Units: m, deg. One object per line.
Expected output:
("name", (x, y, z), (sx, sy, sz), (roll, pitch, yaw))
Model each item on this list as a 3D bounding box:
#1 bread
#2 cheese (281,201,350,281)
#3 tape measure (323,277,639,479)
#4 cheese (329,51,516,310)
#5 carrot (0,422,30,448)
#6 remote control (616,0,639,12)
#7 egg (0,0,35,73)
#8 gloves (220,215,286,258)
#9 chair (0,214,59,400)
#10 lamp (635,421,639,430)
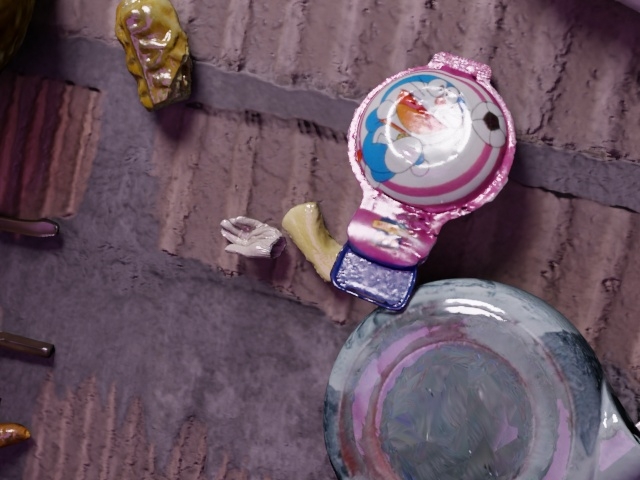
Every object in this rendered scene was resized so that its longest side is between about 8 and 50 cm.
("bread", (-0.157, -0.183, 0.933), (0.066, 0.060, 0.110), (-11, 101, 43))
("cheese", (0.000, 0.000, 0.959), (0.044, 0.030, 0.083), (-39, 88, 22))
("tape measure", (0.141, 0.171, 0.891), (0.256, 0.147, 0.275), (-41, 70, 11))
("cheese", (0.086, -0.059, 0.880), (0.155, 0.062, 0.244), (22, 80, 15))
("carrot", (-0.410, 0.233, 1.087), (0.191, 0.047, 0.047), (-21, 98, 9))
("remote control", (0.271, -0.306, 0.791), (0.332, 0.103, 0.221), (26, 98, -5))
("egg", (-0.366, -0.246, 0.867), (0.238, 0.238, 0.289), (35, 87, 1))
("gloves", (-0.065, 0.001, 0.967), (0.081, 0.037, 0.044), (30, 70, 18))
("chair", (-0.445, 0.050, 0.992), (0.319, 0.160, 0.186), (10, 110, 7))
("lamp", (0.370, 0.272, 0.915), (0.246, 0.108, 0.180), (25, 103, -2))
